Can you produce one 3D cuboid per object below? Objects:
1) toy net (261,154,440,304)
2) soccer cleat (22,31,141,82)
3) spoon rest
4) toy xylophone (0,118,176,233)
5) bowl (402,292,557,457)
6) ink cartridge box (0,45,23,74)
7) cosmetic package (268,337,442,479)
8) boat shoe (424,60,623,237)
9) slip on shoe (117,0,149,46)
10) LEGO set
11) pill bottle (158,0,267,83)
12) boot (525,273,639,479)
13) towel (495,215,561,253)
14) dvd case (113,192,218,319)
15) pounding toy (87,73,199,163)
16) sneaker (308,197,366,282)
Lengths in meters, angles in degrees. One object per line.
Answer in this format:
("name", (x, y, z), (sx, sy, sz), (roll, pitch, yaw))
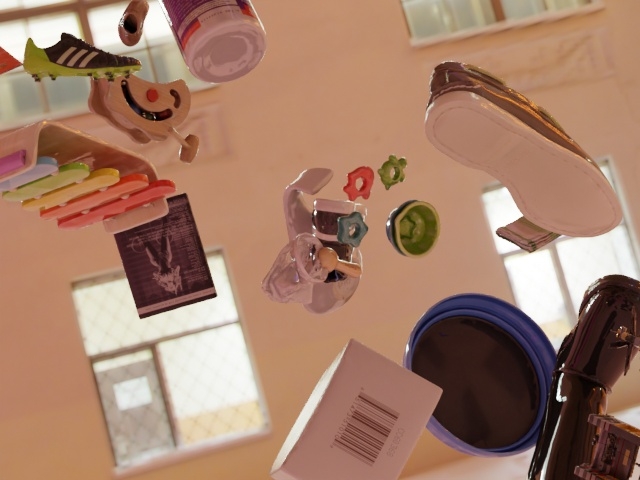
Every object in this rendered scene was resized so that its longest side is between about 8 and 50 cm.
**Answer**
("toy net", (0.032, -0.006, 1.282), (0.232, 0.122, 0.045), (-29, 25, -30))
("soccer cleat", (-0.363, -0.281, 1.740), (0.178, 0.072, 0.060), (-1, -6, -10))
("spoon rest", (0.000, 0.000, 1.750), (0.084, 0.276, 0.137), (23, 53, 34))
("toy xylophone", (-0.368, -0.078, 1.587), (0.236, 0.081, 0.322), (-21, -19, 32))
("bowl", (0.368, 0.311, 2.600), (0.391, 0.391, 0.077), (-12, -22, -26))
("ink cartridge box", (-0.686, -0.313, 2.061), (0.239, 0.060, 0.275), (-31, 30, -15))
("cosmetic package", (0.041, 0.297, 1.725), (0.156, 0.217, 0.385), (30, -16, 1))
("boat shoe", (0.243, -0.105, 1.335), (0.305, 0.091, 0.109), (31, -50, -28))
("slip on shoe", (-0.360, -0.408, 2.169), (0.051, 0.041, 0.135), (31, -33, -10))
("LEGO set", (0.523, 0.263, 1.712), (0.255, 0.331, 0.192), (-2, 14, -34))
("pill bottle", (-0.148, -0.304, 1.458), (0.108, 0.193, 0.108), (-18, -31, -12))
("boot", (0.475, 0.328, 2.076), (0.146, 0.445, 0.367), (21, -33, 10))
("towel", (0.384, -0.036, 1.928), (0.152, 0.023, 0.113), (-30, 26, -13))
("dvd case", (-0.316, 0.031, 2.288), (0.164, 0.221, 0.018), (-16, 6, -1))
("pounding toy", (-0.339, -0.290, 2.379), (0.155, 0.154, 0.269), (-3, -30, 47))
("sneaker", (0.017, 0.001, 1.675), (0.079, 0.121, 0.217), (8, 1, 8))
